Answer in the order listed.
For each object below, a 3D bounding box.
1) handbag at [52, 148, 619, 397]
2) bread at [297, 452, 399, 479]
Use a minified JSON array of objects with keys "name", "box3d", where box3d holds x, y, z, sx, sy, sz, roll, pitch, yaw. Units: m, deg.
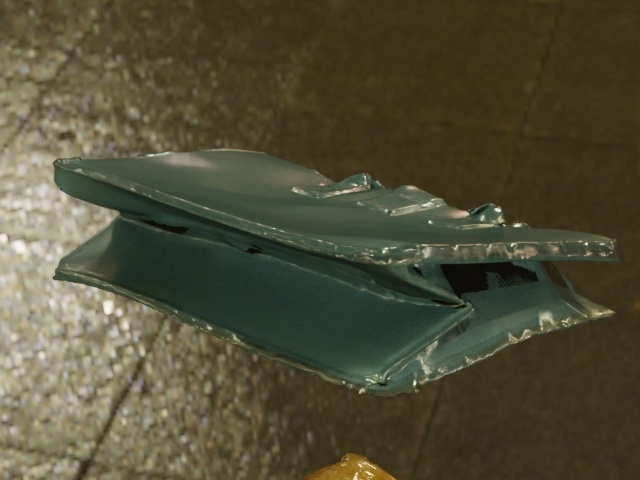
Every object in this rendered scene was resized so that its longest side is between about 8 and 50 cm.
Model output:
[{"name":"handbag","box3d":[0.000,0.000,0.659,0.144,0.057,0.221,-11,18,-41]},{"name":"bread","box3d":[0.068,0.245,0.837,0.294,0.132,0.167,35,22,28]}]
